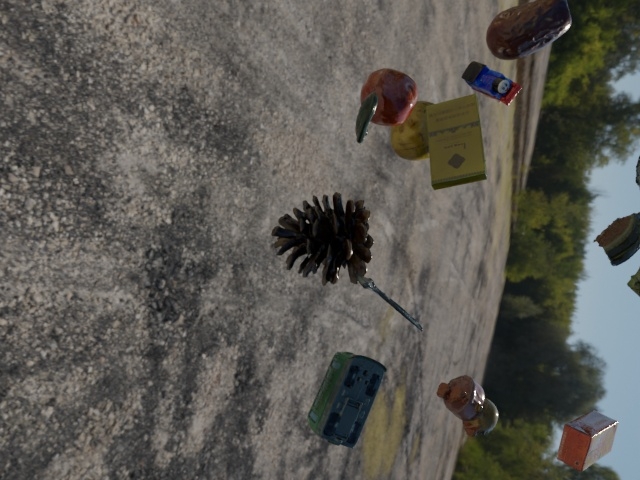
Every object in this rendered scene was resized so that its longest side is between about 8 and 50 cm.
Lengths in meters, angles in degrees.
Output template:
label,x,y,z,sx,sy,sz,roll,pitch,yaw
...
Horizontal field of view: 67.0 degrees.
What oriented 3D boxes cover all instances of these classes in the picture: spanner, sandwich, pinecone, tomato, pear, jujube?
label,x,y,z,sx,sy,sz,roll,pitch,yaw
spanner,0.246,0.217,1.725,0.026,0.325,0.093,-48,-173,14
sandwich,1.115,-0.029,1.781,0.235,0.159,0.079,-43,115,8
pinecone,0.000,0.000,1.797,0.384,0.383,0.385,12,90,-68
tomato,0.260,-0.554,1.901,0.189,0.231,0.232,-56,150,-47
pear,0.455,-0.500,2.222,0.280,0.280,0.281,12,90,-68
jujube,0.846,-0.869,1.979,0.223,0.317,0.223,27,56,-49

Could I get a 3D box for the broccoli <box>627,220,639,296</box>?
label,x,y,z,sx,sy,sz,roll,pitch,yaw
broccoli,1.083,0.074,1.465,0.303,0.283,0.321,38,21,-23

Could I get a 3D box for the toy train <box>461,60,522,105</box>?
label,x,y,z,sx,sy,sz,roll,pitch,yaw
toy train,0.634,-0.584,1.801,0.131,0.204,0.083,28,105,-36

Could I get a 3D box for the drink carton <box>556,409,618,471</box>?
label,x,y,z,sx,sy,sz,roll,pitch,yaw
drink carton,0.703,0.520,1.270,0.222,0.070,0.096,5,98,-43

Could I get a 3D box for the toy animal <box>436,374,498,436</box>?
label,x,y,z,sx,sy,sz,roll,pitch,yaw
toy animal,0.600,0.661,1.921,0.169,0.195,0.281,-42,104,-20

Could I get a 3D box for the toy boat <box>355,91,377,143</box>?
label,x,y,z,sx,sy,sz,roll,pitch,yaw
toy boat,0.149,-0.409,1.599,0.210,0.052,0.104,110,-11,-67

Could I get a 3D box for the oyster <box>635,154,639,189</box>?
label,x,y,z,sx,sy,sz,roll,pitch,yaw
oyster,0.942,-0.172,1.264,0.092,0.198,0.260,-45,129,-37

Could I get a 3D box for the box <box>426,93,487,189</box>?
label,x,y,z,sx,sy,sz,roll,pitch,yaw
box,0.393,-0.290,1.409,0.041,0.152,0.279,40,46,-56

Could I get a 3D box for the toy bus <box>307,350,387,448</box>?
label,x,y,z,sx,sy,sz,roll,pitch,yaw
toy bus,0.093,0.600,1.876,0.183,0.199,0.344,29,80,-22
